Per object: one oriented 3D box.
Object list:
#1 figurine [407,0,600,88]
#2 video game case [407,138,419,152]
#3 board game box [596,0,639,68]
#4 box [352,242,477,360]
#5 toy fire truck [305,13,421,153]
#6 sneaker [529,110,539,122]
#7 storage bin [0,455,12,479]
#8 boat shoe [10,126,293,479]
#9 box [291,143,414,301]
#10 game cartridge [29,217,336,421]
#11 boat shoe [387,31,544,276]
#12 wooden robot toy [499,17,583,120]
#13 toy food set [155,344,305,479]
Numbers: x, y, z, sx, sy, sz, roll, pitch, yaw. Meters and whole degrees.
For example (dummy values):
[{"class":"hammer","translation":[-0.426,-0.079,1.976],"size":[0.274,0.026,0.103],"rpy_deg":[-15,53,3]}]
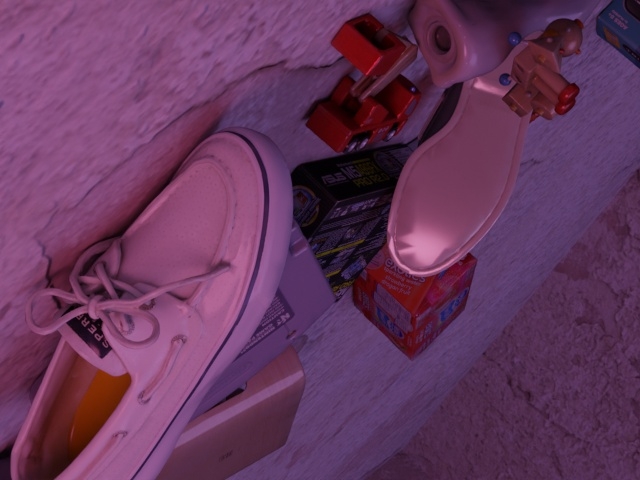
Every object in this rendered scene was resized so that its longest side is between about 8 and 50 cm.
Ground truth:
[{"class":"figurine","translation":[0.209,-0.244,1.214],"size":[0.209,0.092,0.215],"rpy_deg":[-19,157,-31]},{"class":"video game case","translation":[0.125,-0.090,1.653],"size":[0.143,0.019,0.157],"rpy_deg":[-34,162,-38]},{"class":"board game box","translation":[0.591,-0.337,1.810],"size":[0.336,0.254,0.079],"rpy_deg":[-46,165,0]},{"class":"box","translation":[0.130,0.062,1.860],"size":[0.123,0.128,0.257],"rpy_deg":[-43,165,-11]},{"class":"toy fire truck","translation":[0.052,-0.148,1.232],"size":[0.135,0.047,0.192],"rpy_deg":[-55,164,27]},{"class":"sneaker","translation":[0.245,-0.165,1.734],"size":[0.175,0.064,0.067],"rpy_deg":[-41,-174,2]},{"class":"storage bin","translation":[-0.291,0.251,1.301],"size":[0.091,0.098,0.135],"rpy_deg":[-9,151,-20]},{"class":"boat shoe","translation":[-0.162,0.066,1.068],"size":[0.156,0.136,0.367],"rpy_deg":[4,124,-51]},{"class":"box","translation":[0.000,0.000,1.468],"size":[0.216,0.060,0.270],"rpy_deg":[-52,164,25]},{"class":"game cartridge","translation":[-0.124,0.103,1.283],"size":[0.294,0.060,0.196],"rpy_deg":[-36,149,-6]},{"class":"boat shoe","translation":[0.166,-0.107,1.439],"size":[0.099,0.116,0.319],"rpy_deg":[8,106,-88]},{"class":"wooden robot toy","translation":[0.219,-0.165,1.211],"size":[0.079,0.076,0.173],"rpy_deg":[-46,167,-10]},{"class":"toy food set","translation":[-0.147,0.243,1.703],"size":[0.220,0.092,0.306],"rpy_deg":[-27,158,-21]}]
